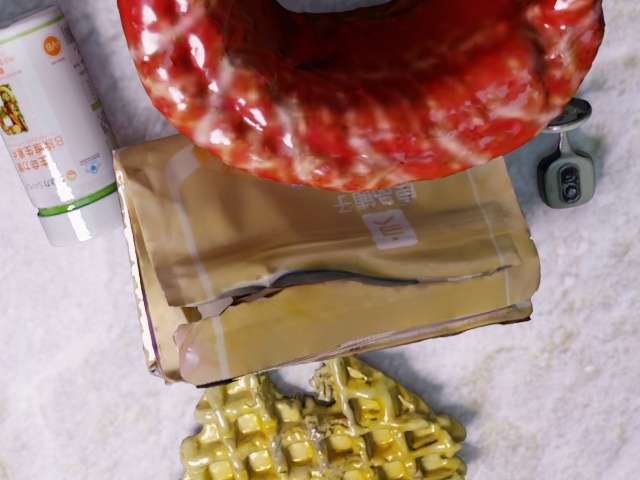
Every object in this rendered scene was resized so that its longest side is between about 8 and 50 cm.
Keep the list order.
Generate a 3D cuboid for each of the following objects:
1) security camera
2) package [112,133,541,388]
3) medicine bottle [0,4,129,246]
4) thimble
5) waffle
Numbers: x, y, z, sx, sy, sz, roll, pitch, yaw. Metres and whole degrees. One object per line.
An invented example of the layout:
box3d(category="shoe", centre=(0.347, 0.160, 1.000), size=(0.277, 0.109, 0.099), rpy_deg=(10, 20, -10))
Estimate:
box3d(category="security camera", centre=(0.213, -0.070, 1.077), size=(0.058, 0.058, 0.092), rpy_deg=(-16, 116, 2))
box3d(category="package", centre=(0.011, 0.013, 0.994), size=(0.311, 0.165, 0.221), rpy_deg=(-10, 109, -16))
box3d(category="medicine bottle", centre=(-0.219, -0.094, 1.025), size=(0.086, 0.086, 0.183), rpy_deg=(-20, 107, 3))
box3d(category="thimble", centre=(0.023, -0.220, 0.880), size=(0.350, 0.231, 0.350), rpy_deg=(-6, 120, -11))
box3d(category="waffle", centre=(-0.006, 0.219, 1.151), size=(0.261, 0.056, 0.250), rpy_deg=(31, 104, -14))
